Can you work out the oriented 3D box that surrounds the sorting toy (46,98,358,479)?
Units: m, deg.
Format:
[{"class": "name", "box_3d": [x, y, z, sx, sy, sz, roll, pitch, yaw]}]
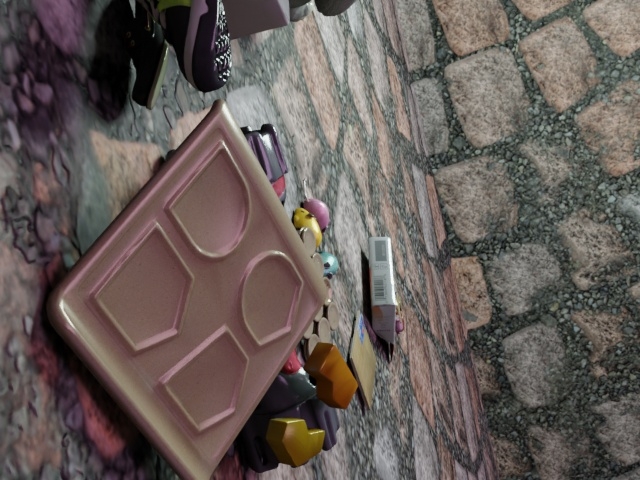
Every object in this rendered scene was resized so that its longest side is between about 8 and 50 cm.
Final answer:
[{"class": "sorting toy", "box_3d": [-0.071, 0.076, 0.722, 0.229, 0.041, 0.307, -59, 136, -35]}]

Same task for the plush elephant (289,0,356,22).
[{"class": "plush elephant", "box_3d": [0.049, -0.426, 1.130, 0.330, 0.256, 0.271, -128, -161, -71]}]

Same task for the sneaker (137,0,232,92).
[{"class": "sneaker", "box_3d": [-0.131, -0.207, 0.741, 0.084, 0.097, 0.234, 84, -6, -58]}]

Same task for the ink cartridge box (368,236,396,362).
[{"class": "ink cartridge box", "box_3d": [0.102, 0.103, 1.578, 0.179, 0.045, 0.145, 91, -1, -51]}]

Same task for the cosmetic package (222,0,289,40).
[{"class": "cosmetic package", "box_3d": [-0.112, -0.319, 0.898, 0.238, 0.107, 0.127, 64, 20, -55]}]

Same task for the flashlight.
[{"class": "flashlight", "box_3d": [-0.050, 0.051, 0.840, 0.103, 0.103, 0.304, -51, 128, -66]}]

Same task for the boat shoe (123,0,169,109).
[{"class": "boat shoe", "box_3d": [-0.144, -0.162, 0.767, 0.049, 0.042, 0.133, 119, -23, -51]}]

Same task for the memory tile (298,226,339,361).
[{"class": "memory tile", "box_3d": [-0.014, 0.066, 1.119, 0.113, 0.012, 0.148, -57, 135, -54]}]

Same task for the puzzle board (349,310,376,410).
[{"class": "puzzle board", "box_3d": [0.062, 0.178, 1.377, 0.128, 0.011, 0.096, -76, 151, -61]}]

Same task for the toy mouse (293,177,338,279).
[{"class": "toy mouse", "box_3d": [0.000, 0.000, 1.226, 0.143, 0.031, 0.161, 55, 27, -59]}]

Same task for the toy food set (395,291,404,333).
[{"class": "toy food set", "box_3d": [0.141, 0.138, 1.715, 0.122, 0.019, 0.077, 60, 22, -72]}]
